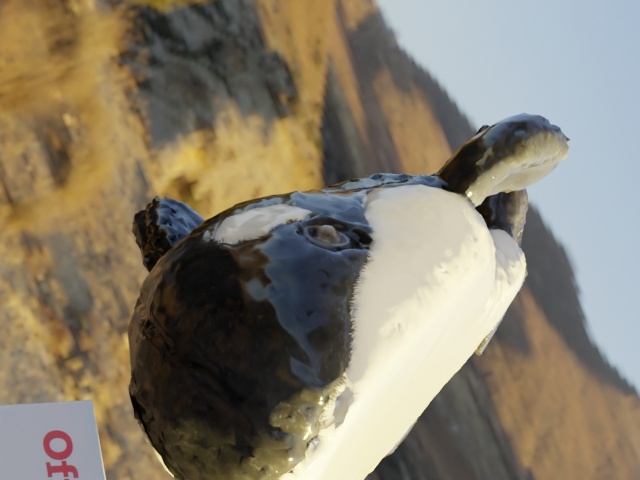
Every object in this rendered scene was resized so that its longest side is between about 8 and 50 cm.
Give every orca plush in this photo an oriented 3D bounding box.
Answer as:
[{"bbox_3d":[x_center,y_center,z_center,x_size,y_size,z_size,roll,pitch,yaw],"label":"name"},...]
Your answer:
[{"bbox_3d":[0.000,0.000,0.464,0.102,0.151,0.287,33,28,10],"label":"orca plush"}]

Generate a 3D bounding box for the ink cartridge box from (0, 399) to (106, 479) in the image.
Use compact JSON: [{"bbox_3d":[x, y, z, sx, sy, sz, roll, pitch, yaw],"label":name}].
[{"bbox_3d":[-0.259,0.210,0.876,0.121,0.289,0.211,118,-36,-51],"label":"ink cartridge box"}]
